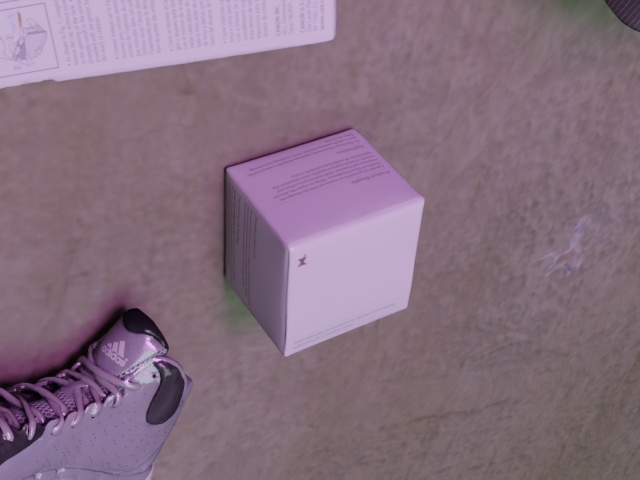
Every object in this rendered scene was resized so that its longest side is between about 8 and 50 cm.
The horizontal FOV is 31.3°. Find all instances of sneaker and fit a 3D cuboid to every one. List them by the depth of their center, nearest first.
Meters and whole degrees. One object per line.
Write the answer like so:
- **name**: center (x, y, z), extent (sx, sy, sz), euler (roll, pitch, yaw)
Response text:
- **sneaker**: center (-0.165, 0.093, 0.716), extent (0.132, 0.086, 0.229), euler (-55, 150, 10)

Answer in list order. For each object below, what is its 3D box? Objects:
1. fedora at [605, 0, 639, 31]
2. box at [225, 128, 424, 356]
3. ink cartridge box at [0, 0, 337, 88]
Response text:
- **fedora**: center (0.261, -0.203, 0.704), extent (0.275, 0.243, 0.124), euler (-34, 171, -22)
- **box**: center (0.000, 0.000, 0.747), extent (0.101, 0.087, 0.102), euler (-19, 136, -24)
- **ink cartridge box**: center (-0.108, -0.169, 0.546), extent (0.232, 0.066, 0.189), euler (-8, 135, -6)
